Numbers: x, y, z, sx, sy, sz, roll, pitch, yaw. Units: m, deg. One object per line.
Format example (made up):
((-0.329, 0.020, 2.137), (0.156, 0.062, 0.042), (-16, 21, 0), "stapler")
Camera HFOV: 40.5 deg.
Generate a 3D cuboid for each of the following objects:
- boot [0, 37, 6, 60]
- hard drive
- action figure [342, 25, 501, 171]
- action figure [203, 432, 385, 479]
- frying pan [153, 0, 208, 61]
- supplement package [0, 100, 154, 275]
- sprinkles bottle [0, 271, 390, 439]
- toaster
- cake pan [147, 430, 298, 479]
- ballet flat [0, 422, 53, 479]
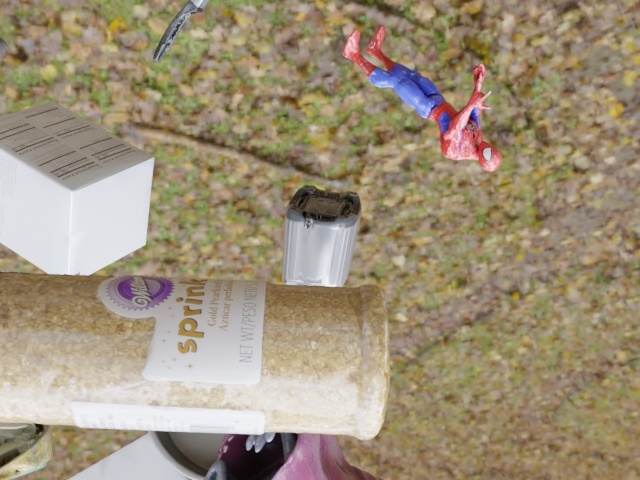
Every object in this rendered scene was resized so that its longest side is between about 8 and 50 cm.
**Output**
((-0.659, -0.229, 1.755), (0.223, 0.338, 0.118), (28, -179, -30), "boot")
((-0.287, 0.506, 1.455), (0.210, 0.318, 0.040), (-30, 160, -2), "hard drive")
((0.162, -0.217, 1.180), (0.091, 0.280, 0.139), (-22, 154, -42), "action figure")
((0.027, 0.327, 1.080), (0.370, 0.275, 0.248), (28, 143, -26), "action figure")
((-0.222, -0.487, 1.617), (0.326, 0.053, 0.197), (-54, 167, -6), "frying pan")
((-0.469, -0.092, 1.564), (0.198, 0.263, 0.199), (-34, 145, -49), "supplement package")
((-0.130, 0.084, 0.655), (0.355, 0.121, 0.121), (3, 152, -3), "sprinkles bottle")
((0.000, 0.000, 1.520), (0.129, 0.227, 0.146), (8, 109, 4), "toaster")
((-0.141, 0.252, 1.417), (0.293, 0.293, 0.054), (-9, 160, 2), "cake pan")
((-0.608, 0.393, 1.540), (0.123, 0.123, 0.348), (-22, 178, 26), "ballet flat")
